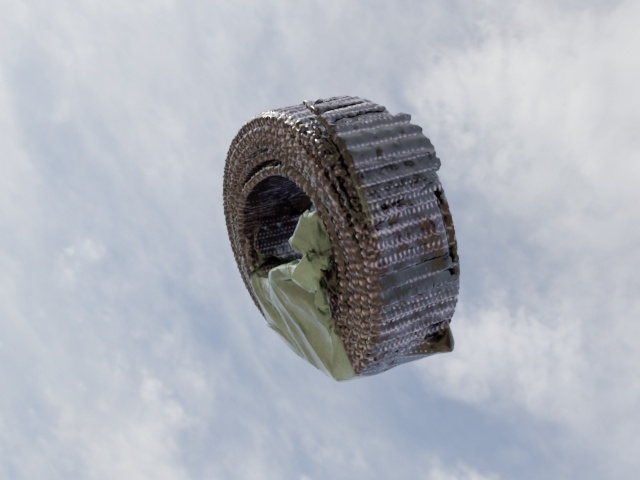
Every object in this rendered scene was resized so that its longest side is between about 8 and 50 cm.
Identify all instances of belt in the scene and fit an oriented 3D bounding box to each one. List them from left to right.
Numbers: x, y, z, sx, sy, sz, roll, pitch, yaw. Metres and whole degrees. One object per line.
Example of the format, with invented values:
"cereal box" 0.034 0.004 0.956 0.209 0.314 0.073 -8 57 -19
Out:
"belt" 0.000 0.000 0.625 0.324 0.122 0.260 -12 -84 64
